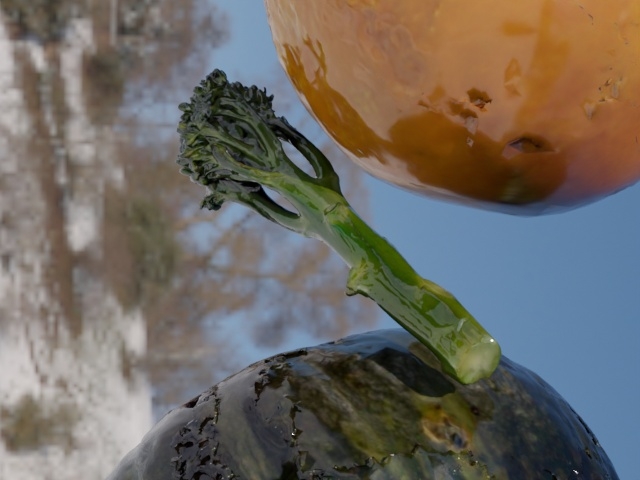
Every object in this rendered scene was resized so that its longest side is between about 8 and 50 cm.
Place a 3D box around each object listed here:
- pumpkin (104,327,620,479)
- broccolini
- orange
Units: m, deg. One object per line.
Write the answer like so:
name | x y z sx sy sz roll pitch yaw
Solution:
pumpkin | 0.007 0.191 0.751 0.192 0.320 0.320 -121 -147 -47
broccolini | -0.001 -0.001 0.717 0.216 0.058 0.067 49 -26 36
orange | 0.093 -0.132 0.742 0.246 0.246 0.246 -179 -90 -76
